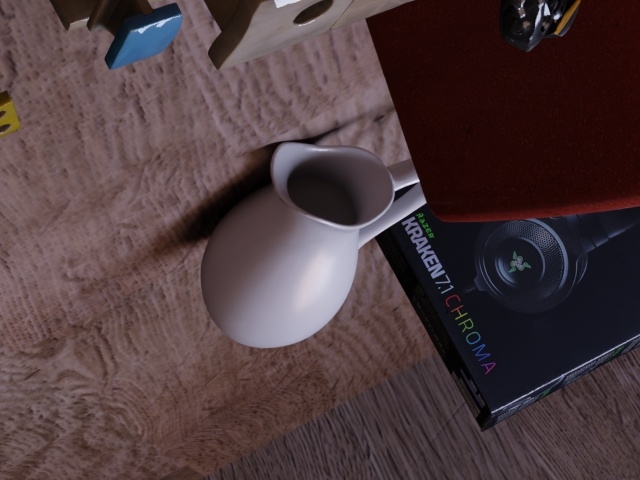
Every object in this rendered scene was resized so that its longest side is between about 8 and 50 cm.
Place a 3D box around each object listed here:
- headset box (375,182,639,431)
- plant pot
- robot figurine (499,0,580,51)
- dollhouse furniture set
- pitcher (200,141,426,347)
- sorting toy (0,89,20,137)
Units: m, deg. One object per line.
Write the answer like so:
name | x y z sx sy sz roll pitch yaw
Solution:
headset box | 0.229 0.013 1.961 0.283 0.246 0.131 -26 169 -7
plant pot | 0.178 -0.136 1.212 0.236 0.267 0.267 -22 174 33
robot figurine | 0.105 -0.205 0.840 0.085 0.211 0.291 4 165 16
dollhouse furniture set | -0.034 -0.141 0.950 0.129 0.129 0.183 -23 166 -28
pitcher | 0.000 0.000 1.657 0.178 0.125 0.207 -6 150 -30
sorting toy | -0.246 -0.070 0.967 0.132 0.046 0.274 -32 168 14
